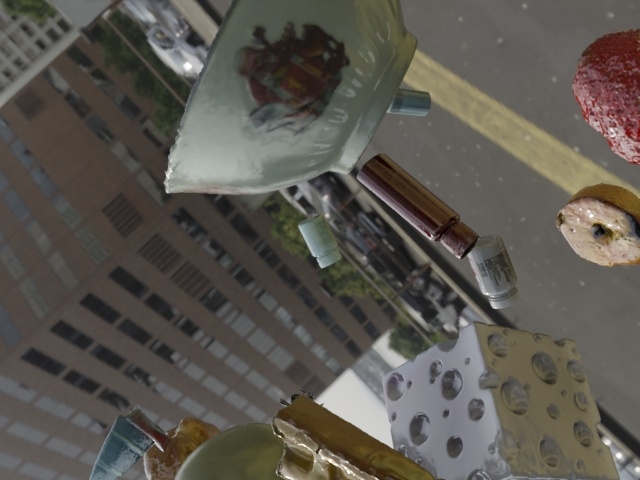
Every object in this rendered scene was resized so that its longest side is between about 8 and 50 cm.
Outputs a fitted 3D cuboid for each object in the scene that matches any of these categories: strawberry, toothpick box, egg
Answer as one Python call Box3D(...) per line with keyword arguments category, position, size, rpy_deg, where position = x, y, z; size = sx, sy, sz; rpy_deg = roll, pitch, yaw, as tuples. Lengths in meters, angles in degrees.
Box3D(category="strawberry", position=(0.626, -0.289, 1.500), size=(0.277, 0.257, 0.257), rpy_deg=(30, 173, 8))
Box3D(category="toothpick box", position=(0.173, -0.278, 1.546), size=(0.083, 0.052, 0.052), rpy_deg=(3, -169, -19))
Box3D(category="egg", position=(-0.129, 0.430, 1.323), size=(0.219, 0.269, 0.219), rpy_deg=(41, 143, 40))

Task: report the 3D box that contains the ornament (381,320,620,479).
Box3D(category="ornament", position=(0.275, 0.297, 1.230), size=(0.239, 0.240, 0.240), rpy_deg=(13, -126, -32))

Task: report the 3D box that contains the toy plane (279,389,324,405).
Box3D(category="toy plane", position=(-0.027, 0.357, 1.662), size=(0.120, 0.049, 0.031), rpy_deg=(25, -144, -22))

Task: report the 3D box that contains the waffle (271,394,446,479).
Box3D(category="waffle", position=(0.067, 0.411, 1.045), size=(0.304, 0.077, 0.348), rpy_deg=(22, 127, 34))

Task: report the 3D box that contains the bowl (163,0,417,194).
Box3D(category="bowl", position=(-0.008, -0.163, 0.745), size=(0.157, 0.337, 0.337), rpy_deg=(27, 177, -5))

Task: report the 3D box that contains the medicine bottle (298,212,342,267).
Box3D(category="medicine bottle", position=(0.000, 0.000, 1.283), size=(0.083, 0.047, 0.047), rpy_deg=(63, 173, -8))

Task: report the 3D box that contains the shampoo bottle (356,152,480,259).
Box3D(category="shampoo bottle", position=(0.194, -0.067, 1.513), size=(0.260, 0.064, 0.102), rpy_deg=(42, -146, 17))

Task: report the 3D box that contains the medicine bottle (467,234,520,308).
Box3D(category="medicine bottle", position=(0.355, 0.064, 1.579), size=(0.140, 0.079, 0.079), rpy_deg=(66, 171, -12))

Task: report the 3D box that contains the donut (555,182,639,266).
Box3D(category="donut", position=(0.737, -0.034, 1.987), size=(0.253, 0.118, 0.253), rpy_deg=(29, 148, 20))

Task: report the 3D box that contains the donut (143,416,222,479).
Box3D(category="donut", position=(-0.264, 0.544, 1.687), size=(0.299, 0.150, 0.317), rpy_deg=(-106, -7, -70))

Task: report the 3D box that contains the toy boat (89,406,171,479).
Box3D(category="toy boat", position=(-0.251, 0.269, 0.952), size=(0.034, 0.122, 0.096), rpy_deg=(31, 159, 44))
